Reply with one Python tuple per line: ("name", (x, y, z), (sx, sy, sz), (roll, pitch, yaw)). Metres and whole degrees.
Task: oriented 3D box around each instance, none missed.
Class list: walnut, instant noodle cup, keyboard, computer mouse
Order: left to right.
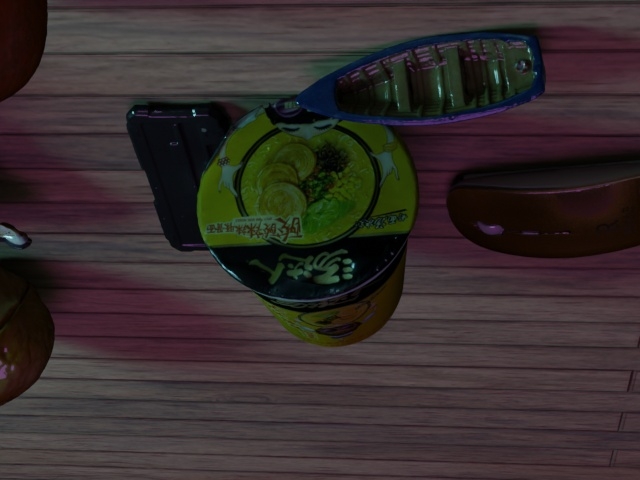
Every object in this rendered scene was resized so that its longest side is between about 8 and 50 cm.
("walnut", (-0.407, 0.116, 1.578), (0.167, 0.167, 0.207), (23, 141, -26))
("keyboard", (-0.132, -0.061, 1.393), (0.106, 0.016, 0.262), (1, 148, 7))
("instant noodle cup", (0.000, 0.000, 1.319), (0.215, 0.215, 0.236), (0, 157, 7))
("computer mouse", (0.252, -0.031, 1.356), (0.245, 0.056, 0.126), (-3, 146, 14))

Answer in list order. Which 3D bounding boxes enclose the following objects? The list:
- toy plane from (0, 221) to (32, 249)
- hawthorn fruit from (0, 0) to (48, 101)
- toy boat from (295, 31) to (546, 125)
("toy plane", (-0.484, -0.010, 1.438), (0.316, 0.103, 0.204), (-20, 141, 33))
("hawthorn fruit", (-0.309, -0.218, 1.035), (0.199, 0.199, 0.251), (11, 132, -9))
("toy boat", (0.091, -0.142, 1.197), (0.229, 0.080, 0.046), (-8, 180, 19))
